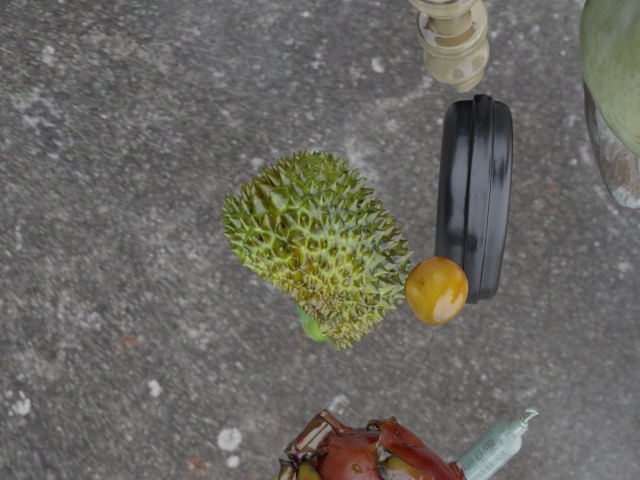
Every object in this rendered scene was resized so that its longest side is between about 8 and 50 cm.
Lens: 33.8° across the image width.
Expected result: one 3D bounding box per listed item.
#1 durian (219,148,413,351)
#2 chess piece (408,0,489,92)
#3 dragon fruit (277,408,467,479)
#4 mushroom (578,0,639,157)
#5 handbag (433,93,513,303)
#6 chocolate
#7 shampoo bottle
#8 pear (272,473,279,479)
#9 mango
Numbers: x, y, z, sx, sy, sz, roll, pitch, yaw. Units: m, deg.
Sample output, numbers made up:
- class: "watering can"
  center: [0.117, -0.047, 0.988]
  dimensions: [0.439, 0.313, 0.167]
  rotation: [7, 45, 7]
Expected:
- class: "durian"
  center: [0.003, 0.002, 1.233]
  dimensions: [0.176, 0.200, 0.237]
  rotation: [-42, 93, -4]
- class: "chess piece"
  center: [0.184, -0.300, 1.480]
  dimensions: [0.117, 0.117, 0.397]
  rotation: [-56, 165, -5]
- class: "dragon fruit"
  center: [0.079, 0.357, 1.273]
  dimensions: [0.315, 0.250, 0.250]
  rotation: [26, 90, 8]
- class: "mushroom"
  center: [0.409, -0.189, 0.935]
  dimensions: [0.352, 0.352, 0.260]
  rotation: [-51, 131, -9]
- class: "handbag"
  center: [0.206, -0.056, 1.445]
  dimensions: [0.093, 0.254, 0.308]
  rotation: [3, 143, 6]
- class: "chocolate"
  center: [0.431, -0.175, 1.554]
  dimensions: [0.157, 0.080, 0.254]
  rotation: [-64, 144, -59]
- class: "shampoo bottle"
  center: [0.266, 0.317, 1.606]
  dimensions: [0.056, 0.056, 0.195]
  rotation: [20, 124, -36]
- class: "pear"
  center: [-0.038, 0.508, 1.941]
  dimensions: [0.178, 0.178, 0.178]
  rotation: [-11, 110, -30]
- class: "mango"
  center: [0.105, 0.048, 0.952]
  dimensions: [0.060, 0.089, 0.046]
  rotation: [-21, 117, 18]
